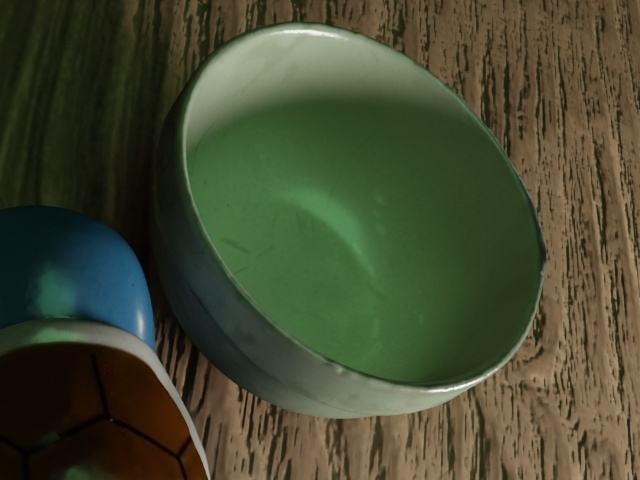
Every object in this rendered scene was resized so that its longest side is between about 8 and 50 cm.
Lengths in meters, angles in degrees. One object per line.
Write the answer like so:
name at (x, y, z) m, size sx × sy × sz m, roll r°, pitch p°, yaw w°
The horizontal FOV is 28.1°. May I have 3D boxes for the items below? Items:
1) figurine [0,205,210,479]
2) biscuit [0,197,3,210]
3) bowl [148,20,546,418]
figurine at (-0.159, 0.175, 0.713) m, size 0.298 × 0.243 × 0.416 m, roll 3°, pitch 39°, yaw -26°
biscuit at (-0.311, -0.050, 0.844) m, size 0.290 × 0.038 × 0.141 m, roll 36°, pitch 46°, yaw -16°
bowl at (0.000, 0.000, 0.962) m, size 0.307 × 0.163 × 0.307 m, roll 19°, pitch 52°, yaw -27°
